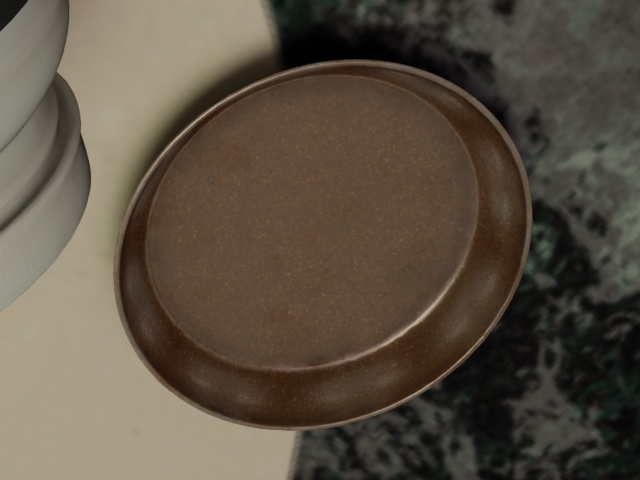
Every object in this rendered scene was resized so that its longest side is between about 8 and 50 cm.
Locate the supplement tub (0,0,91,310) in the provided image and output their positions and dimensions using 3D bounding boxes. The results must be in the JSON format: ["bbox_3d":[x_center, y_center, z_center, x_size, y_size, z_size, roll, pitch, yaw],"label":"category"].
[{"bbox_3d":[-0.180,-0.108,0.480,0.191,0.191,0.272,-18,124,-6],"label":"supplement tub"}]

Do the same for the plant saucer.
[{"bbox_3d":[0.000,0.000,0.700,0.168,0.029,0.168,-8,122,-13],"label":"plant saucer"}]
